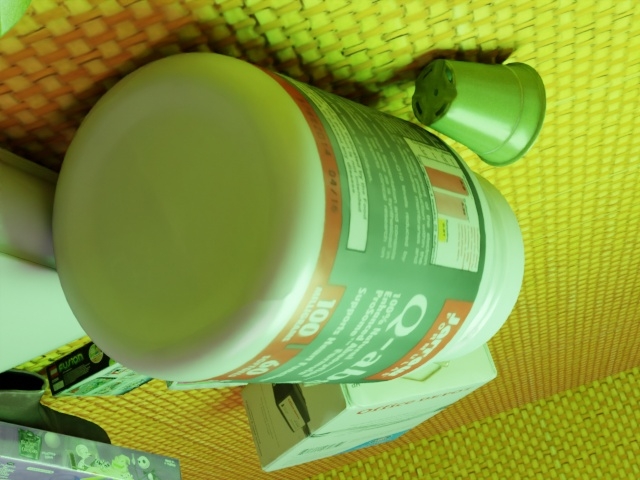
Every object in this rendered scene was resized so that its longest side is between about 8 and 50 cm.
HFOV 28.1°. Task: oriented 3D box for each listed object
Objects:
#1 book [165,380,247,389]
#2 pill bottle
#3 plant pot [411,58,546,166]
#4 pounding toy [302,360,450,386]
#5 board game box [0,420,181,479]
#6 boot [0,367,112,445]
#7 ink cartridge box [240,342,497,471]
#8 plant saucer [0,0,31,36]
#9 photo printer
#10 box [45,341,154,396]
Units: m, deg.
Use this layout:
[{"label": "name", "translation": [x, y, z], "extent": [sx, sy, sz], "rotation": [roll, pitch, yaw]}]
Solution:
[{"label": "book", "translation": [-0.108, 0.127, 1.395], "extent": [0.096, 0.035, 0.144], "rotation": [-7, 160, -23]}, {"label": "pill bottle", "translation": [0.000, 0.000, 0.936], "extent": [0.210, 0.210, 0.363], "rotation": [-27, 160, 28]}, {"label": "plant pot", "translation": [0.114, -0.105, 0.972], "extent": [0.079, 0.083, 0.083], "rotation": [13, 147, -36]}, {"label": "pounding toy", "translation": [0.044, 0.096, 1.390], "extent": [0.130, 0.141, 0.100], "rotation": [-8, 160, -29]}, {"label": "board game box", "translation": [-0.347, 0.263, 1.362], "extent": [0.346, 0.056, 0.208], "rotation": [21, 139, -37]}, {"label": "boot", "translation": [-0.318, 0.195, 1.361], "extent": [0.248, 0.090, 0.207], "rotation": [9, 152, -25]}, {"label": "ink cartridge box", "translation": [0.055, 0.190, 1.709], "extent": [0.223, 0.129, 0.307], "rotation": [-8, 160, -28]}, {"label": "plant saucer", "translation": [-0.219, -0.133, 0.589], "extent": [0.188, 0.045, 0.188], "rotation": [-13, 162, -16]}, {"label": "photo printer", "translation": [-0.294, 0.024, 0.889], "extent": [0.256, 0.107, 0.307], "rotation": [-22, 162, 14]}, {"label": "box", "translation": [-0.190, 0.119, 1.404], "extent": [0.207, 0.036, 0.114], "rotation": [-28, 160, 29]}]
